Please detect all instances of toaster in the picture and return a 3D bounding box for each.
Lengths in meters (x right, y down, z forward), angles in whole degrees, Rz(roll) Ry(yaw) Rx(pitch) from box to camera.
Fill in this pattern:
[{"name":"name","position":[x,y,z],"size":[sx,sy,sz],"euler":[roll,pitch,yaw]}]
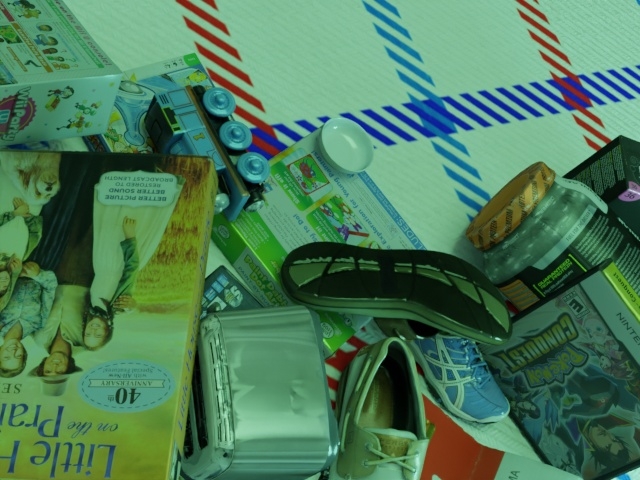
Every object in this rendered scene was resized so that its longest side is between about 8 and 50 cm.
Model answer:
[{"name":"toaster","position":[-0.074,0.176,1.337],"size":[0.146,0.129,0.227],"euler":[3,67,-28]}]

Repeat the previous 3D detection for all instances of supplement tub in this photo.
[{"name":"supplement tub","position":[0.367,0.050,1.743],"size":[0.316,0.193,0.193],"euler":[45,49,-6]}]

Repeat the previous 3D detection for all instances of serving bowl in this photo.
[{"name":"serving bowl","position":[0.030,-0.123,1.651],"size":[0.083,0.027,0.083],"euler":[16,57,-27]}]

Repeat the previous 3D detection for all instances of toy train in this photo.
[{"name":"toy train","position":[-0.138,-0.108,1.509],"size":[0.105,0.080,0.184],"euler":[-19,71,-28]}]

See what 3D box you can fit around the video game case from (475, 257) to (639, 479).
[{"name":"video game case","position":[0.347,0.185,1.595],"size":[0.035,0.275,0.248],"euler":[-33,85,-44]}]

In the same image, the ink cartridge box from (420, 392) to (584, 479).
[{"name":"ink cartridge box","position":[0.220,0.388,1.519],"size":[0.385,0.091,0.308],"euler":[41,49,-10]}]

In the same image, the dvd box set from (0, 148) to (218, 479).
[{"name":"dvd box set","position":[-0.280,0.092,1.268],"size":[0.308,0.062,0.420],"euler":[3,58,4]}]

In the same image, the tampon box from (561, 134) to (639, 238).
[{"name":"tampon box","position":[0.454,-0.067,1.889],"size":[0.120,0.161,0.101],"euler":[16,57,-26]}]

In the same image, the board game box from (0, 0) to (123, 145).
[{"name":"board game box","position":[-0.409,-0.202,1.373],"size":[0.303,0.097,0.224],"euler":[-13,51,-38]}]

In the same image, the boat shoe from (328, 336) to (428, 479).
[{"name":"boat shoe","position":[0.067,0.255,1.463],"size":[0.113,0.103,0.302],"euler":[10,54,-16]}]

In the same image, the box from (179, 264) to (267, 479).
[{"name":"box","position":[-0.124,0.165,1.430],"size":[0.183,0.059,0.232],"euler":[47,49,-5]}]

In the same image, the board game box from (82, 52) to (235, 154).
[{"name":"board game box","position":[-0.210,-0.155,1.570],"size":[0.201,0.035,0.136],"euler":[-24,79,-41]}]

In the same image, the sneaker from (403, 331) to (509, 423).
[{"name":"sneaker","position":[0.176,0.156,1.625],"size":[0.211,0.081,0.080],"euler":[47,48,-2]}]

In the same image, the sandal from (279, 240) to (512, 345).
[{"name":"sandal","position":[0.095,0.072,1.549],"size":[0.303,0.086,0.120],"euler":[12,45,-7]}]

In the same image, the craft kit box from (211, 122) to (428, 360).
[{"name":"craft kit box","position":[0.000,0.000,1.614],"size":[0.250,0.061,0.247],"euler":[52,46,2]}]
